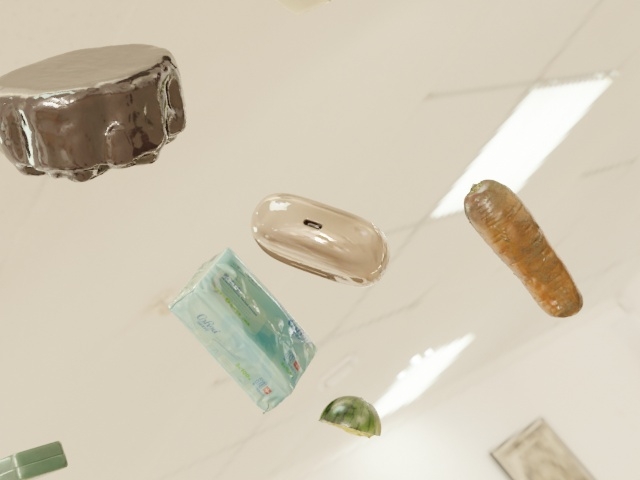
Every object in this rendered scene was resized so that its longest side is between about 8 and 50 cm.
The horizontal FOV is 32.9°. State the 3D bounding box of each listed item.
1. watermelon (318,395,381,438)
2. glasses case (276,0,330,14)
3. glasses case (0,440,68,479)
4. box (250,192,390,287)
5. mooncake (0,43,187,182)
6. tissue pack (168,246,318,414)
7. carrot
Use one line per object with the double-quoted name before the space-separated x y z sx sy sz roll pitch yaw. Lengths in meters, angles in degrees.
"watermelon" 0.054 0.285 1.773 0.105 0.105 0.062 45 -120 -71
"glasses case" -0.114 -0.531 1.863 0.144 0.336 0.076 -4 53 57
"glasses case" -0.428 0.323 1.518 0.078 0.039 0.184 -11 -12 -42
"box" 0.000 0.000 1.498 0.146 0.200 0.088 60 -128 -71
"mooncake" -0.331 -0.185 1.557 0.283 0.283 0.141 -26 -58 -36
"tissue pack" -0.132 0.156 1.943 0.089 0.263 0.177 -33 12 31
"carrot" 0.226 0.011 1.186 0.060 0.186 0.060 -39 8 6
